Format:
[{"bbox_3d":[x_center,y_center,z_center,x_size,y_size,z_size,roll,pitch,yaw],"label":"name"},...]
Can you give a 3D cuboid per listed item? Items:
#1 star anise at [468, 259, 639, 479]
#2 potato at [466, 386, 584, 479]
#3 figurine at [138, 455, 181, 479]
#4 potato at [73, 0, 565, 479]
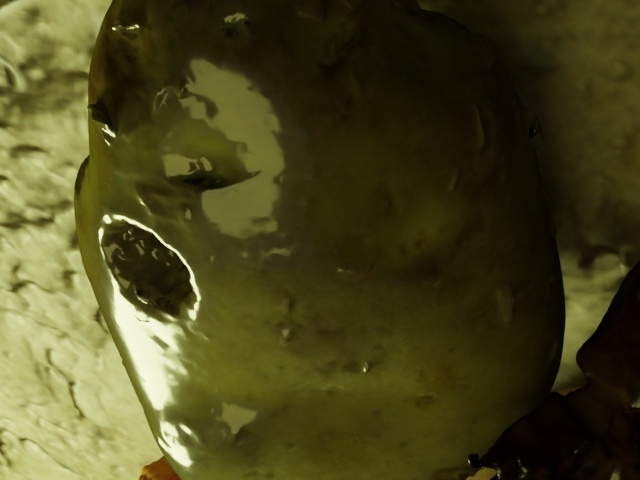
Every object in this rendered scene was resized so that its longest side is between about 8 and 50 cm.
[{"bbox_3d":[0.129,0.096,0.620,0.053,0.212,0.157,25,155,46],"label":"star anise"},{"bbox_3d":[0.106,0.127,0.717,0.112,0.112,0.147,39,131,-12],"label":"potato"},{"bbox_3d":[-0.098,0.180,0.920,0.047,0.064,0.109,32,134,29],"label":"figurine"},{"bbox_3d":[0.000,0.000,0.599,0.191,0.141,0.296,-14,133,4],"label":"potato"}]
